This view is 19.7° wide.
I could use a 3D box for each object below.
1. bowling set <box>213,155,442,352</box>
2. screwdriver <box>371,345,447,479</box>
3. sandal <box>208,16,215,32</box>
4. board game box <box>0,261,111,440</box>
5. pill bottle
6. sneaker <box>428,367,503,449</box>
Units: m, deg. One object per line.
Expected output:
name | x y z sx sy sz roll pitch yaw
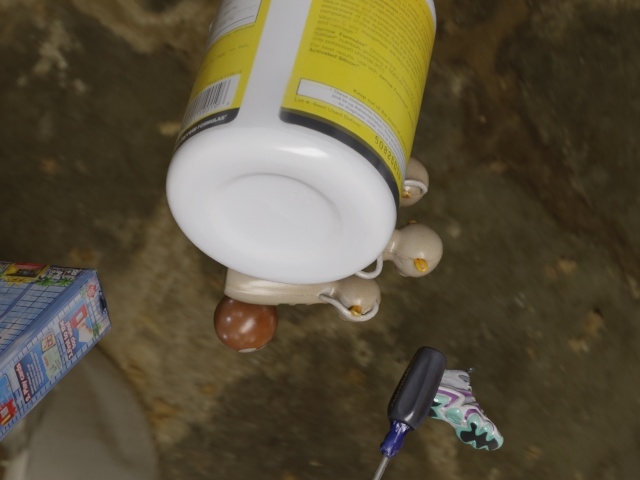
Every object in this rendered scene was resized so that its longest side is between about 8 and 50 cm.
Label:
bowling set | 0.000 0.000 1.510 0.154 0.287 0.200 8 125 -7
screwdriver | 0.030 0.135 1.070 0.025 0.024 0.170 12 64 43
sandal | 0.013 -0.131 1.328 0.076 0.265 0.102 -43 73 14
board game box | -0.280 0.094 1.347 0.194 0.060 0.194 4 37 18
pill bottle | -0.002 -0.079 0.850 0.103 0.103 0.184 2 51 15
sneaker | 0.139 0.150 1.753 0.098 0.038 0.069 36 47 -11
